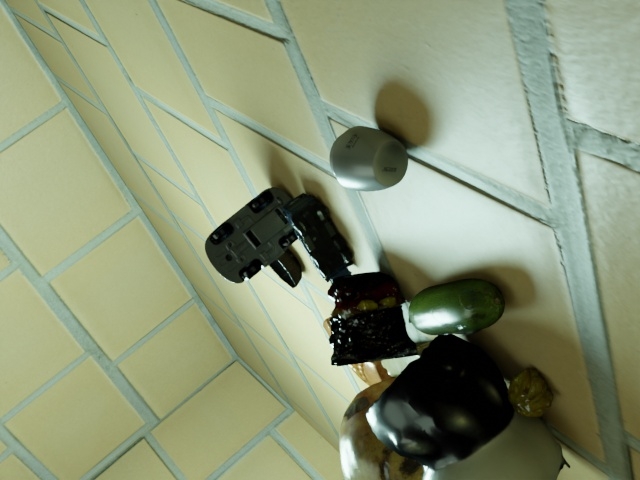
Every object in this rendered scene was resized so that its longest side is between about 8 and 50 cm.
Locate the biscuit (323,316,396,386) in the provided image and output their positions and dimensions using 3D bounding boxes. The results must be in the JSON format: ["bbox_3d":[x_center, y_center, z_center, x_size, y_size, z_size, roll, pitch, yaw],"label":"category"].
[{"bbox_3d":[0.113,0.309,2.088,0.306,0.043,0.284,47,164,11],"label":"biscuit"}]

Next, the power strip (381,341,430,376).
[{"bbox_3d":[0.183,0.243,1.728,0.305,0.044,0.064,143,105,-76],"label":"power strip"}]

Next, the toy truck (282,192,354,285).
[{"bbox_3d":[0.000,0.000,1.664,0.201,0.074,0.088,60,171,-31],"label":"toy truck"}]

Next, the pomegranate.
[{"bbox_3d":[0.176,0.431,1.800,0.281,0.281,0.281,46,164,17],"label":"pomegranate"}]

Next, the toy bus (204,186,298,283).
[{"bbox_3d":[-0.139,-0.011,1.775,0.126,0.209,0.136,52,175,-8],"label":"toy bus"}]

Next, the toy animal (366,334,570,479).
[{"bbox_3d":[0.246,0.327,1.410,0.310,0.251,0.251,43,163,10],"label":"toy animal"}]

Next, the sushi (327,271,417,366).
[{"bbox_3d":[0.085,0.136,1.577,0.172,0.153,0.150,-43,-55,-89],"label":"sushi"}]

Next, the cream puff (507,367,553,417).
[{"bbox_3d":[0.322,0.241,1.324,0.083,0.058,0.083,57,162,-18],"label":"cream puff"}]

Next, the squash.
[{"bbox_3d":[0.194,0.109,1.340,0.087,0.087,0.331,51,166,-2],"label":"squash"}]

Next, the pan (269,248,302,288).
[{"bbox_3d":[-0.112,0.038,2.085,0.202,0.048,0.128,34,156,42],"label":"pan"}]

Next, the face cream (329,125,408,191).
[{"bbox_3d":[0.066,-0.111,1.177,0.095,0.091,0.091,15,142,51],"label":"face cream"}]
